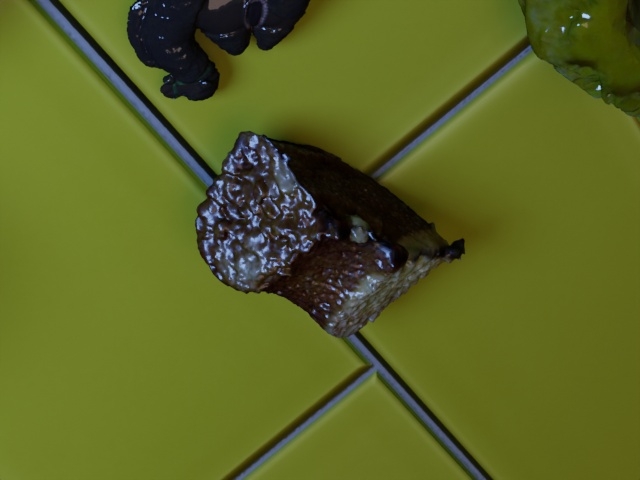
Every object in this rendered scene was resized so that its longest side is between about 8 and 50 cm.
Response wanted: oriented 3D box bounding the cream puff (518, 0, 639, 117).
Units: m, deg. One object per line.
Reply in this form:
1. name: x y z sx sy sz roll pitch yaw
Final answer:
1. cream puff: 0.287 -0.212 0.918 0.282 0.185 0.281 -10 119 -20

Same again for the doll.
1. doll: -0.071 -0.175 0.871 0.139 0.057 0.165 -6 128 -21

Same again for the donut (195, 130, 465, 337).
1. donut: 0.003 -0.001 0.969 0.126 0.144 0.187 -50 154 16
